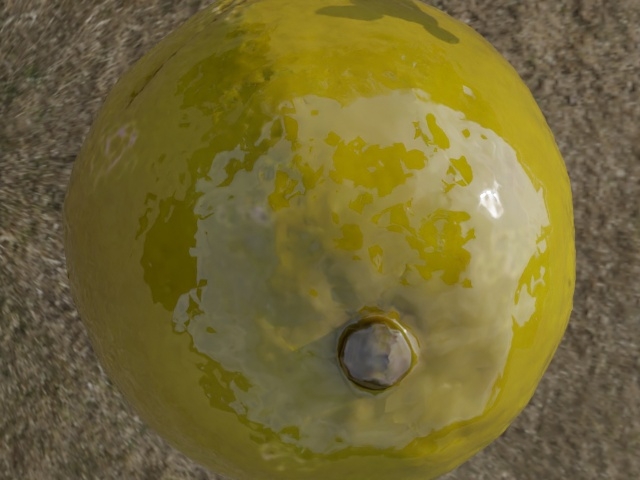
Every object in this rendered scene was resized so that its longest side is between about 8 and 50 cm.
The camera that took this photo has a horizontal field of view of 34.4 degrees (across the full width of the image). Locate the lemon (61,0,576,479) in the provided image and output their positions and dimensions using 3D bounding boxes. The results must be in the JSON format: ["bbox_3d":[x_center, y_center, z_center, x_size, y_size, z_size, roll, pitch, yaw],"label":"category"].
[{"bbox_3d":[0.000,0.000,0.663,0.348,0.348,0.348,-1,94,-21],"label":"lemon"}]
